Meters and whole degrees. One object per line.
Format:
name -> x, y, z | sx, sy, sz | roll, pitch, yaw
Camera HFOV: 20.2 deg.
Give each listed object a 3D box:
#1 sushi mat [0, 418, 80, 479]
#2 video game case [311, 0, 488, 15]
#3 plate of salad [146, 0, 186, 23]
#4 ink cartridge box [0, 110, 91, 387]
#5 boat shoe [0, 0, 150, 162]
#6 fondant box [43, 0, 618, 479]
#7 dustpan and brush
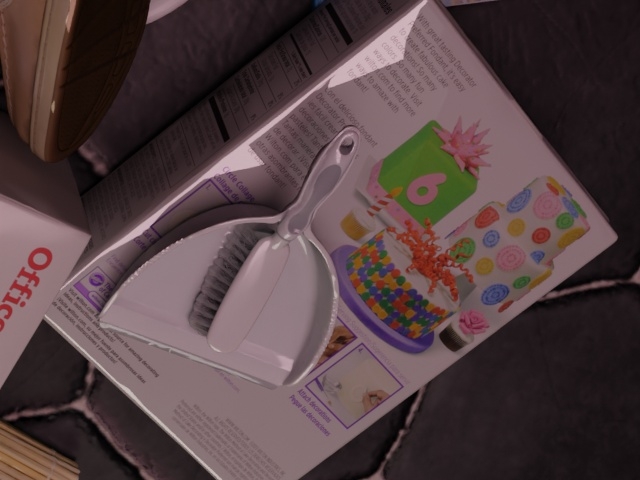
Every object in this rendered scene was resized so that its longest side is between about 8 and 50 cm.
sushi mat -> -0.316, 0.147, 1.218 | 0.316, 0.019, 0.151 | 36, 66, -30
video game case -> 0.073, -0.213, 1.207 | 0.166, 0.015, 0.119 | -8, 117, -11
plate of salad -> -0.145, -0.223, 1.122 | 0.200, 0.048, 0.199 | -7, 122, -11
ink cartridge box -> -0.289, -0.014, 1.115 | 0.233, 0.168, 0.171 | 27, 106, -25
boat shoe -> -0.161, -0.190, 1.059 | 0.098, 0.109, 0.302 | 20, 125, 16
fondant box -> 0.000, 0.000, 1.236 | 0.330, 0.096, 0.238 | -37, 119, 9
dustpan and brush -> -0.034, 0.006, 1.141 | 0.147, 0.060, 0.211 | 22, 111, -22
